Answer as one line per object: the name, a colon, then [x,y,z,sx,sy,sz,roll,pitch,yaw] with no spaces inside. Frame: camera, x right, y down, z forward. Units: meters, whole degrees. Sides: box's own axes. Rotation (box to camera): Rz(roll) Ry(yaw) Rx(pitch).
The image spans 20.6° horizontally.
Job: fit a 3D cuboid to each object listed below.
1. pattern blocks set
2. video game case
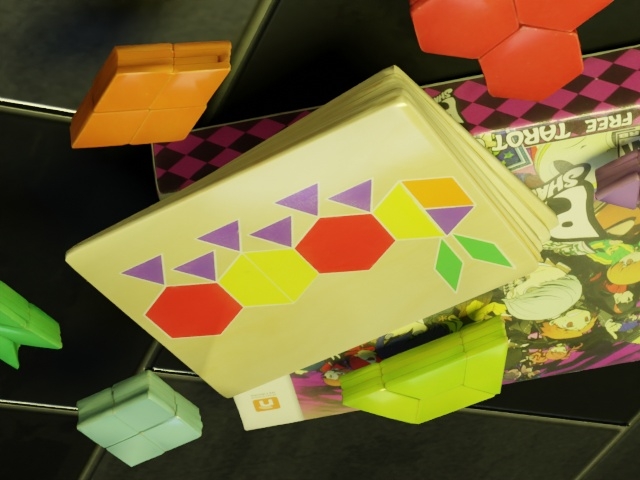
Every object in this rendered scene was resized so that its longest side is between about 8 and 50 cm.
pattern blocks set: [0.000,0.000,0.774,0.324,0.026,0.285,-19,139,13]
video game case: [0.054,0.006,0.850,0.232,0.042,0.210,-10,143,3]
